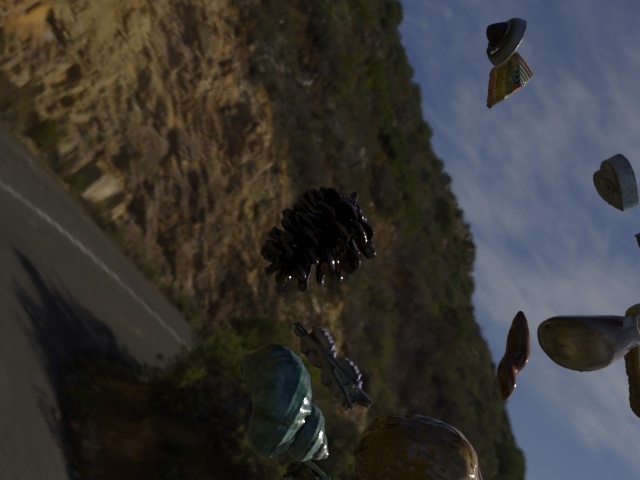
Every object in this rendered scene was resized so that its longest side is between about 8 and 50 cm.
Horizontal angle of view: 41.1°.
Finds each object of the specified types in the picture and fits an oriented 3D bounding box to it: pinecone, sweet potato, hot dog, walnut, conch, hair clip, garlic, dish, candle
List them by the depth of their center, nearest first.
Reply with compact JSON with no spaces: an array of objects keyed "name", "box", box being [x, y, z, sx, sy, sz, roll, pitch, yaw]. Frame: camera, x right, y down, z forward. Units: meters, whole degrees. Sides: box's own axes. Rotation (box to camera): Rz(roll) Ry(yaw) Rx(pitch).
[{"name":"garlic","box":[0.476,0.177,1.618,0.148,0.128,0.266,17,-2,-30]},{"name":"walnut","box":[0.188,0.454,1.659,0.257,0.257,0.224,-144,-129,-60]},{"name":"hot dog","box":[0.656,0.243,1.733,0.068,0.083,0.289,-101,176,-57]},{"name":"conch","box":[-0.080,0.348,1.773,0.277,0.195,0.220,47,-1,4]},{"name":"sweet potato","box":[0.415,0.242,1.815,0.058,0.202,0.055,10,-31,20]},{"name":"pinecone","box":[0.000,0.000,2.036,0.244,0.309,0.244,43,-21,21]},{"name":"hair clip","box":[0.021,0.304,2.070,0.292,0.084,0.106,51,-49,32]},{"name":"dish","box":[0.474,-0.545,2.276,0.078,0.141,0.141,28,-3,-15]},{"name":"candle","box":[0.926,-0.172,2.660,0.192,0.068,0.168,80,-14,-70]}]

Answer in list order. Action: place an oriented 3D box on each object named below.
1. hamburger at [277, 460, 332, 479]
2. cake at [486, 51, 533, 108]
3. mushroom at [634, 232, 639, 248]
[{"name":"hamburger","box":[-0.014,0.744,2.380,0.192,0.167,0.288,26,-25,54]},{"name":"cake","box":[0.546,-0.443,2.456,0.090,0.109,0.225,46,35,-21]},{"name":"mushroom","box":[0.967,-0.011,2.201,0.352,0.260,0.352,55,13,-19]}]
